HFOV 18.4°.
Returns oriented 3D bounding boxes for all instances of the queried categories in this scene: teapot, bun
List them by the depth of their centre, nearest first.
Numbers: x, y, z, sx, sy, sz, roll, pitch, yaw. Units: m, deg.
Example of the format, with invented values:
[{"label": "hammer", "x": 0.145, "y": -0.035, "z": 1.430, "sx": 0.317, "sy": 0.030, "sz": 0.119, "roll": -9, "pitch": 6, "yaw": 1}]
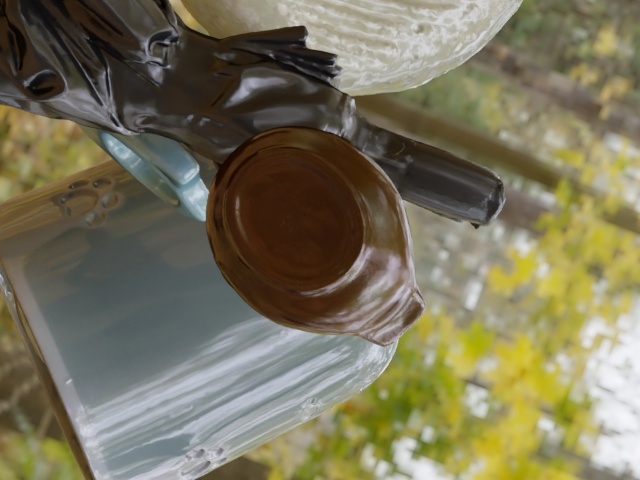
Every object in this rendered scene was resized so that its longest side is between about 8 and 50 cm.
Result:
[{"label": "teapot", "x": 0.000, "y": 0.000, "z": 1.023, "sx": 0.098, "sy": 0.129, "sz": 0.078, "roll": -48, "pitch": 160, "yaw": 2}, {"label": "bun", "x": 0.013, "y": -0.298, "z": 1.585, "sx": 0.219, "sy": 0.365, "sz": 0.365, "roll": 29, "pitch": -81, "yaw": 65}]

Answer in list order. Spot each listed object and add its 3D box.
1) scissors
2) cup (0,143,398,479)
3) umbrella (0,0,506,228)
[{"label": "scissors", "x": -0.177, "y": -0.103, "z": 1.390, "sx": 0.029, "sy": 0.191, "sz": 0.360, "roll": -46, "pitch": -159, "yaw": -8}, {"label": "cup", "x": -0.108, "y": 0.044, "z": 1.613, "sx": 0.356, "sy": 0.274, "sz": 0.259, "roll": -167, "pitch": -126, "yaw": -77}, {"label": "umbrella", "x": -0.052, "y": -0.080, "z": 1.147, "sx": 0.118, "sy": 0.340, "sz": 0.118, "roll": -158, "pitch": -90, "yaw": -84}]
